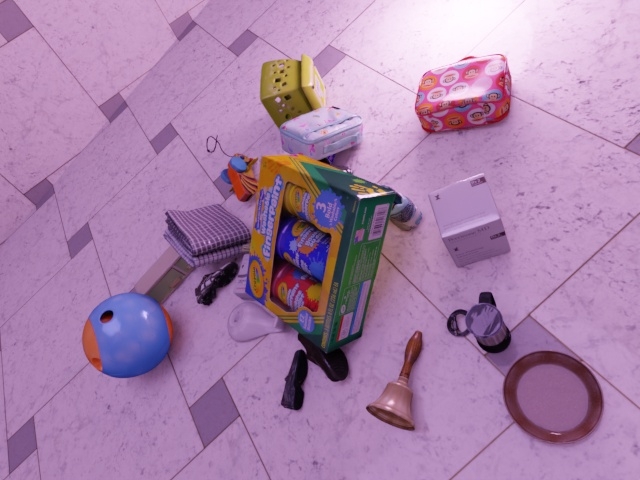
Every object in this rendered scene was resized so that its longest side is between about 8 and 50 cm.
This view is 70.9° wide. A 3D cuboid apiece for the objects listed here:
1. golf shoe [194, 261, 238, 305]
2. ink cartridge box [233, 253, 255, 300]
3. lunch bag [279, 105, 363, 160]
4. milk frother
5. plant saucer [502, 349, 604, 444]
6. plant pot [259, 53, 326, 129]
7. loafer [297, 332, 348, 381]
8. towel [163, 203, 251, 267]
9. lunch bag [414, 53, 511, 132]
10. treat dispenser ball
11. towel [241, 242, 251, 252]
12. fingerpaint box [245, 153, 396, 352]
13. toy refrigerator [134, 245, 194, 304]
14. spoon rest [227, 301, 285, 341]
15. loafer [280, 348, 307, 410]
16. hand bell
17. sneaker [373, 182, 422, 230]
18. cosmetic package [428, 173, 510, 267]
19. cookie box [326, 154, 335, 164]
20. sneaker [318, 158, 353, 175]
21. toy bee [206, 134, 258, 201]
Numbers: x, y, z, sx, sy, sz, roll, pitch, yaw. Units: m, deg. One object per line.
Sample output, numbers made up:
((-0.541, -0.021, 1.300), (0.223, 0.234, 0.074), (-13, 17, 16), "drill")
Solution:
((-0.387, 0.139, 1.631), (0.198, 0.077, 0.094), (-46, 50, -2), "golf shoe")
((-0.224, 0.125, 1.548), (0.109, 0.063, 0.151), (-3, 60, 29), "ink cartridge box")
((0.013, -0.388, 1.614), (0.279, 0.108, 0.224), (-29, 40, -26), "lunch bag")
((0.373, 0.204, 1.095), (0.143, 0.135, 0.129), (-21, 53, 19), "milk frother")
((0.510, 0.345, 0.994), (0.198, 0.036, 0.199), (-14, 57, 23), "plant saucer")
((-0.098, -0.588, 1.798), (0.207, 0.227, 0.228), (-12, 57, 18), "plant pot")
((0.003, 0.325, 1.297), (0.220, 0.080, 0.078), (51, 126, 41), "loafer")
((-0.422, -0.034, 1.657), (0.235, 0.121, 0.283), (-20, 41, -34), "towel")
((0.463, -0.492, 1.464), (0.293, 0.120, 0.258), (-1, 62, 31), "lunch bag")
((-0.659, 0.324, 1.546), (0.288, 0.288, 0.288), (-15, 56, 23), "treat dispenser ball")
((-0.195, 0.019, 1.578), (0.148, 0.110, 0.027), (2, 107, 35), "towel")
((-0.026, 0.021, 1.268), (0.371, 0.163, 0.445), (29, 118, 37), "fingerpaint box")
((-0.581, 0.119, 1.743), (0.269, 0.102, 0.094), (-48, 50, -3), "toy refrigerator")
((-0.206, 0.265, 1.459), (0.276, 0.084, 0.137), (-7, 58, 43), "spoon rest")
((-0.080, 0.400, 1.303), (0.061, 0.062, 0.170), (-8, 58, 33), "loafer")
((0.218, 0.340, 1.149), (0.126, 0.126, 0.242), (7, 54, 34), "hand bell")
((0.192, -0.141, 1.415), (0.283, 0.122, 0.110), (31, 82, 43), "sneaker")
((0.398, -0.049, 1.198), (0.151, 0.183, 0.152), (-21, 54, 20), "cosmetic package")
((-0.003, -0.316, 1.691), (0.107, 0.040, 0.092), (5, 66, 34), "cookie box")
((-0.014, -0.235, 1.560), (0.286, 0.130, 0.109), (21, 110, 52), "sneaker")
((-0.314, -0.295, 1.808), (0.195, 0.162, 0.299), (-18, 85, 40), "toy bee")
